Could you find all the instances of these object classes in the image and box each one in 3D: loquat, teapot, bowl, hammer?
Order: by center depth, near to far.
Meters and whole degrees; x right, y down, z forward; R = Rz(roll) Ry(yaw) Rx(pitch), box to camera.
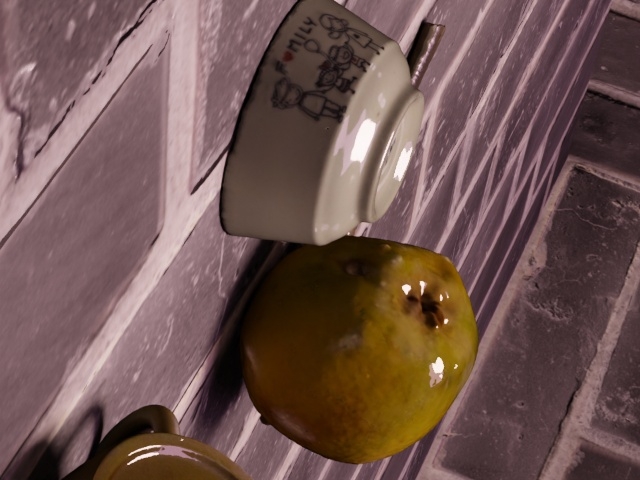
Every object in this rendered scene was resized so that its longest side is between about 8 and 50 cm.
[{"bbox_3d":[-0.133,0.236,1.196,0.175,0.186,0.267,-38,-141,33],"label":"teapot"},{"bbox_3d":[0.012,-0.085,1.415,0.211,0.112,0.211,20,90,-77],"label":"bowl"},{"bbox_3d":[0.023,0.107,1.594,0.246,0.213,0.213,-38,-168,39],"label":"loquat"},{"bbox_3d":[0.068,-0.098,1.863,0.125,0.027,0.297,49,62,-77],"label":"hammer"}]

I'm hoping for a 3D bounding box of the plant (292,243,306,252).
[{"bbox_3d":[0.000,0.000,1.658,0.051,0.051,0.102,-51,154,-57],"label":"plant"}]
